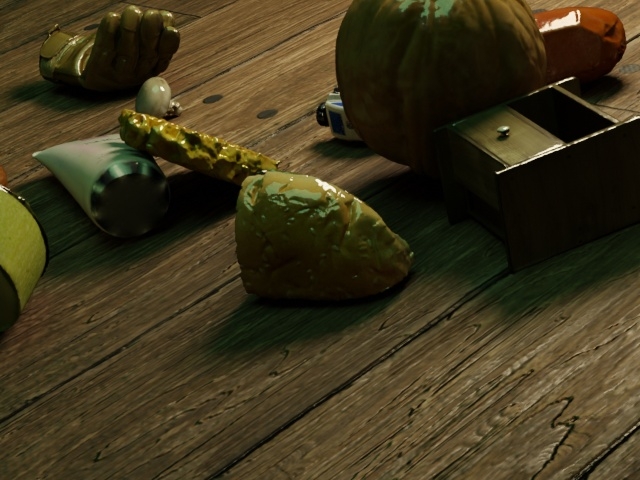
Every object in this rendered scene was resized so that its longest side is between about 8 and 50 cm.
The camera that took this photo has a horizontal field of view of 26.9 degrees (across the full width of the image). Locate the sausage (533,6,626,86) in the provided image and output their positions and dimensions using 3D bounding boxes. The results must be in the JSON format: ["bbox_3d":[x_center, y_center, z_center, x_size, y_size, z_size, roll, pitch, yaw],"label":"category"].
[{"bbox_3d":[0.336,-0.285,2.032,0.258,0.133,0.133,-14,28,8],"label":"sausage"}]

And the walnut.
[{"bbox_3d":[0.162,-0.230,1.811,0.277,0.313,0.252,-13,38,-16],"label":"walnut"}]

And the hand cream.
[{"bbox_3d":[-0.321,-0.108,2.023,0.185,0.118,0.358,-14,22,-16],"label":"hand cream"}]

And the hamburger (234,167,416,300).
[{"bbox_3d":[0.000,0.000,1.643,0.207,0.155,0.135,14,42,30],"label":"hamburger"}]

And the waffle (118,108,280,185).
[{"bbox_3d":[-0.207,-0.141,1.951,0.219,0.057,0.229,17,4,-41],"label":"waffle"}]

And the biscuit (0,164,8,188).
[{"bbox_3d":[-0.645,-0.075,2.103,0.262,0.052,0.277,12,30,13],"label":"biscuit"}]

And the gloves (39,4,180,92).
[{"bbox_3d":[-0.377,-0.342,2.441,0.331,0.141,0.154,-2,3,41],"label":"gloves"}]

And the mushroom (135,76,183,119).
[{"bbox_3d":[-0.273,-0.234,2.277,0.079,0.085,0.085,14,17,-25],"label":"mushroom"}]

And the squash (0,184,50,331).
[{"bbox_3d":[-0.471,0.030,1.733,0.220,0.220,0.133,-6,39,14],"label":"squash"}]

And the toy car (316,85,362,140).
[{"bbox_3d":[0.075,-0.190,2.017,0.170,0.080,0.070,2,32,27],"label":"toy car"}]

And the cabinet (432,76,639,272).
[{"bbox_3d":[0.280,-0.090,1.671,0.215,0.148,0.175,-22,29,-13],"label":"cabinet"}]
